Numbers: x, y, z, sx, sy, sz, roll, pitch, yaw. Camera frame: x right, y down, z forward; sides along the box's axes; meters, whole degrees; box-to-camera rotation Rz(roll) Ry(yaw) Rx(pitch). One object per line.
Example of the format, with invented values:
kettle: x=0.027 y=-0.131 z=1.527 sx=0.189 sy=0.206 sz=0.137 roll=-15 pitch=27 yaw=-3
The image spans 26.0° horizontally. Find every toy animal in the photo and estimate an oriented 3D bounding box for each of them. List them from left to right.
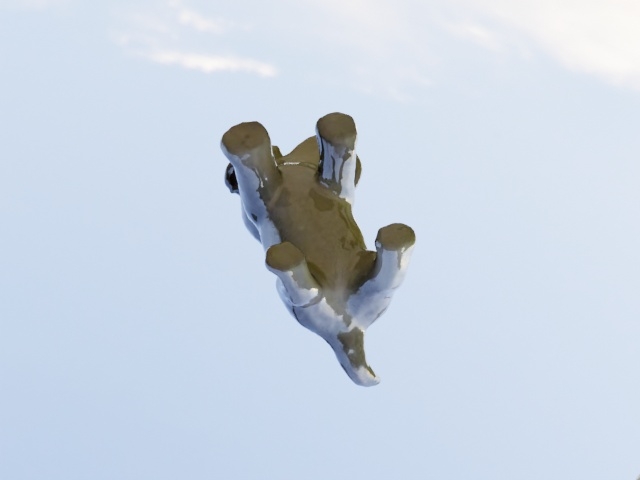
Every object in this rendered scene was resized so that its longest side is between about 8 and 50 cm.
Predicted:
toy animal: x=-0.004 y=-0.016 z=1.098 sx=0.121 sy=0.168 sz=0.233 roll=-16 pitch=-134 yaw=-9

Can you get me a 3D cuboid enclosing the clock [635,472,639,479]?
clock: x=0.318 y=0.219 z=0.854 sx=0.348 sy=0.117 sz=0.286 roll=-35 pitch=-142 yaw=-14
